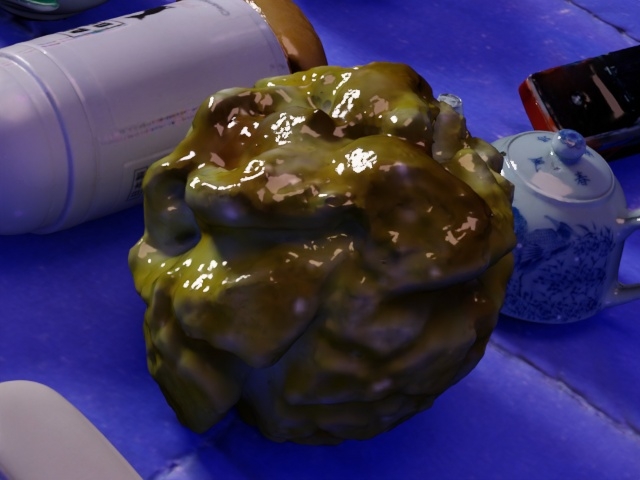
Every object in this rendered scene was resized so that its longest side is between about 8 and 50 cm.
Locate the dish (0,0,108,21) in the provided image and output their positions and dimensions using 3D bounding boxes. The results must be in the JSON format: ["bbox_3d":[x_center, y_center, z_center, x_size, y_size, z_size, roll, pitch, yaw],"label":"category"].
[{"bbox_3d":[-0.247,-0.244,1.567,0.224,0.078,0.246,16,38,-2],"label":"dish"}]

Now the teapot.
[{"bbox_3d":[0.180,-0.025,1.417,0.232,0.159,0.159,28,40,13],"label":"teapot"}]

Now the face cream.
[{"bbox_3d":[-0.200,-0.080,1.333,0.369,0.145,0.145,-21,52,-40],"label":"face cream"}]

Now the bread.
[{"bbox_3d":[-0.058,-0.174,1.564,0.114,0.077,0.189,-8,42,-35],"label":"bread"}]

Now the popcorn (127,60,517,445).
[{"bbox_3d":[-0.002,0.002,1.244,0.282,0.247,0.282,4,33,-3],"label":"popcorn"}]

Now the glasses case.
[{"bbox_3d":[-0.155,0.164,1.134,0.081,0.051,0.204,-20,52,-37],"label":"glasses case"}]

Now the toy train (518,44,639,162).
[{"bbox_3d":[0.333,-0.138,1.658,0.409,0.089,0.086,-17,73,-35],"label":"toy train"}]
